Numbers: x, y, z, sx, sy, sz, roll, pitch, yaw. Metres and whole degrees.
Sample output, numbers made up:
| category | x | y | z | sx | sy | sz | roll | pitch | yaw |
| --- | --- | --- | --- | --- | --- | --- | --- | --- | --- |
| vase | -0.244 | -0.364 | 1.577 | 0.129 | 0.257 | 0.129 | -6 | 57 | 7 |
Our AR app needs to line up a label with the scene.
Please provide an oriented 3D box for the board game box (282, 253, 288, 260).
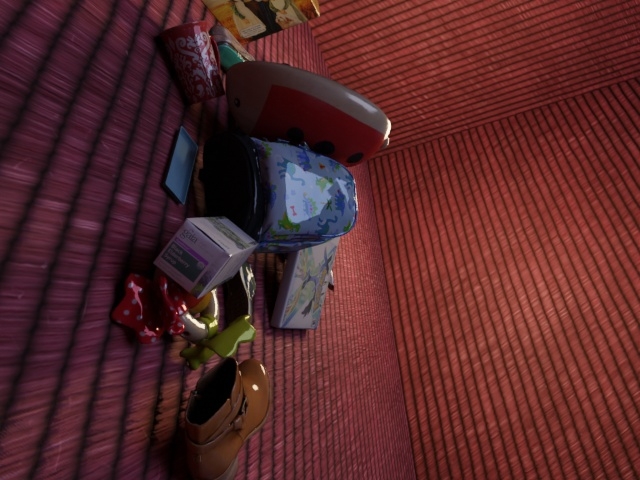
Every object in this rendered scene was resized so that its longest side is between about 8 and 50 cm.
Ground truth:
| category | x | y | z | sx | sy | sz | roll | pitch | yaw |
| --- | --- | --- | --- | --- | --- | --- | --- | --- | --- |
| board game box | -0.119 | -0.061 | 1.518 | 0.211 | 0.039 | 0.160 | -88 | 157 | -50 |

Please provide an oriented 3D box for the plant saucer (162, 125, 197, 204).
| category | x | y | z | sx | sy | sz | roll | pitch | yaw |
| --- | --- | --- | --- | --- | --- | --- | --- | --- | --- |
| plant saucer | -0.305 | -0.165 | 1.003 | 0.067 | 0.018 | 0.192 | 58 | 22 | -46 |

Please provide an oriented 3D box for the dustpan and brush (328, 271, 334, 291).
| category | x | y | z | sx | sy | sz | roll | pitch | yaw |
| --- | --- | --- | --- | --- | --- | --- | --- | --- | --- |
| dustpan and brush | 0.007 | 0.092 | 1.785 | 0.147 | 0.060 | 0.211 | 92 | -10 | -75 |

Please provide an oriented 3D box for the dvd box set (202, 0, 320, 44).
| category | x | y | z | sx | sy | sz | roll | pitch | yaw |
| --- | --- | --- | --- | --- | --- | --- | --- | --- | --- |
| dvd box set | -0.210 | -0.767 | 1.366 | 0.420 | 0.308 | 0.062 | 31 | 48 | -69 |

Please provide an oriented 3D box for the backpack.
| category | x | y | z | sx | sy | sz | roll | pitch | yaw |
| --- | --- | --- | --- | --- | --- | --- | --- | --- | --- |
| backpack | -0.080 | -0.097 | 1.117 | 0.355 | 0.273 | 0.290 | 17 | 64 | -57 |

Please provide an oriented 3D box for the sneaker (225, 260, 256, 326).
| category | x | y | z | sx | sy | sz | roll | pitch | yaw |
| --- | --- | --- | --- | --- | --- | --- | --- | --- | --- |
| sneaker | -0.178 | 0.124 | 1.079 | 0.086 | 0.064 | 0.192 | 30 | 44 | -62 |

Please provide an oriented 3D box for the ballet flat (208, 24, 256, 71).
| category | x | y | z | sx | sy | sz | roll | pitch | yaw |
| --- | --- | --- | --- | --- | --- | --- | --- | --- | --- |
| ballet flat | -0.244 | -0.552 | 1.431 | 0.316 | 0.107 | 0.106 | 40 | 31 | -67 |

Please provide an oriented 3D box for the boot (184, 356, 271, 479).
| category | x | y | z | sx | sy | sz | roll | pitch | yaw |
| --- | --- | --- | --- | --- | --- | --- | --- | --- | --- |
| boot | -0.164 | 0.274 | 0.823 | 0.283 | 0.109 | 0.220 | -62 | 159 | -50 |

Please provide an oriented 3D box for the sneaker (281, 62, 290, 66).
| category | x | y | z | sx | sy | sz | roll | pitch | yaw |
| --- | --- | --- | --- | --- | --- | --- | --- | --- | --- |
| sneaker | -0.143 | -0.572 | 1.852 | 0.122 | 0.110 | 0.283 | 87 | -6 | -77 |

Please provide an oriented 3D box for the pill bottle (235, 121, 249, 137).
| category | x | y | z | sx | sy | sz | roll | pitch | yaw |
| --- | --- | --- | --- | --- | --- | --- | --- | --- | --- |
| pill bottle | -0.174 | -0.334 | 1.365 | 0.153 | 0.153 | 0.264 | 43 | 35 | -62 |

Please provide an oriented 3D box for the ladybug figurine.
| category | x | y | z | sx | sy | sz | roll | pitch | yaw |
| --- | --- | --- | --- | --- | --- | --- | --- | --- | --- |
| ladybug figurine | -0.031 | -0.302 | 1.173 | 0.305 | 0.449 | 0.162 | 177 | -72 | -76 |

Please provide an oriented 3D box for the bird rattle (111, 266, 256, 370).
| category | x | y | z | sx | sy | sz | roll | pitch | yaw |
| --- | --- | --- | --- | --- | --- | --- | --- | --- | --- |
| bird rattle | -0.249 | 0.118 | 0.826 | 0.253 | 0.143 | 0.207 | 43 | 21 | -39 |

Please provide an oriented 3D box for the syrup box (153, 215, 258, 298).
| category | x | y | z | sx | sy | sz | roll | pitch | yaw |
| --- | --- | --- | --- | --- | --- | --- | --- | --- | --- |
| syrup box | -0.195 | 0.021 | 0.830 | 0.093 | 0.096 | 0.237 | 39 | 6 | 0 |

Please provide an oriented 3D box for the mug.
| category | x | y | z | sx | sy | sz | roll | pitch | yaw |
| --- | --- | --- | --- | --- | --- | --- | --- | --- | --- |
| mug | -0.285 | -0.428 | 1.111 | 0.150 | 0.113 | 0.169 | -29 | 113 | -32 |

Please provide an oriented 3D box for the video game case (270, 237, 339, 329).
| category | x | y | z | sx | sy | sz | roll | pitch | yaw |
| --- | --- | --- | --- | --- | --- | --- | --- | --- | --- |
| video game case | -0.034 | 0.105 | 1.396 | 0.300 | 0.036 | 0.329 | 29 | 74 | -67 |
